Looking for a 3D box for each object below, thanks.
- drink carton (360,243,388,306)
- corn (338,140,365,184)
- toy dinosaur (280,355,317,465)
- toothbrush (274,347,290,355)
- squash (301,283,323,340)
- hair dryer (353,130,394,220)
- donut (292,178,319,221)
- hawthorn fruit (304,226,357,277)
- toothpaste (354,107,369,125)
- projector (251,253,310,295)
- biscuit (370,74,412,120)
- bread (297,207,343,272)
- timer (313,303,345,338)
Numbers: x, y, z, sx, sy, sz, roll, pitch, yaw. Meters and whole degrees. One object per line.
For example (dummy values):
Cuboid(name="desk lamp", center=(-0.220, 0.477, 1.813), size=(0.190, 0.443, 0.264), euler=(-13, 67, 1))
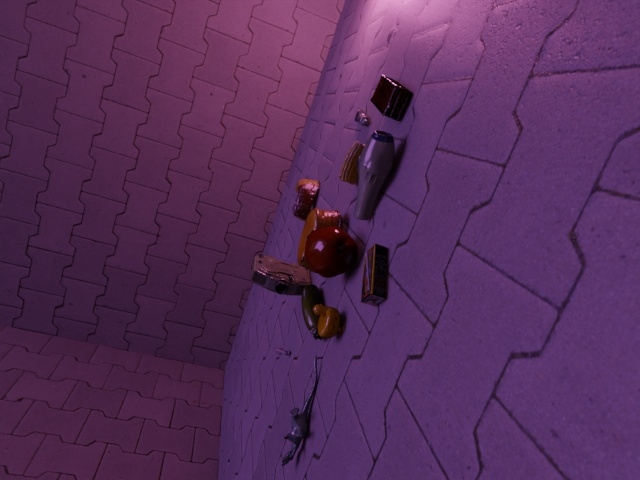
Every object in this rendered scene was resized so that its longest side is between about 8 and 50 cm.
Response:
Cuboid(name="drink carton", center=(0.155, 0.098, 1.288), size=(0.071, 0.056, 0.166), euler=(131, 152, -53))
Cuboid(name="corn", center=(0.133, -0.305, 1.759), size=(0.063, 0.085, 0.165), euler=(-63, -2, -75))
Cuboid(name="toy dinosaur", center=(-0.064, 0.592, 1.520), size=(0.129, 0.076, 0.383), euler=(45, -114, -79))
Cuboid(name="toothbrush", center=(-0.193, 0.538, 2.167), size=(0.307, 0.029, 0.025), euler=(149, 128, -70))
Cuboid(name="squash", center=(-0.029, 0.272, 1.738), size=(0.331, 0.087, 0.087), euler=(-103, 32, -60))
Cuboid(name="hair dryer", center=(0.174, -0.217, 1.538), size=(0.298, 0.118, 0.296), euler=(-62, -14, -82))
Cuboid(name="donut", center=(-0.080, -0.247, 2.439), size=(0.151, 0.112, 0.295), euler=(118, 160, -46))
Cuboid(name="hawthorn fruit", center=(0.041, 0.037, 1.546), size=(0.202, 0.185, 0.185), euler=(163, 123, -68))
Cuboid(name="toothpaste", center=(0.177, -0.528, 1.931), size=(0.233, 0.038, 0.060), euler=(-102, 33, -67))
Cuboid(name="projector", center=(-0.177, 0.160, 2.034), size=(0.194, 0.269, 0.088), euler=(-101, 31, -60))
Cuboid(name="biscuit", center=(0.246, -0.507, 1.578), size=(0.252, 0.070, 0.106), euler=(-99, 30, -60))
Cuboid(name="bread", center=(0.000, 0.000, 1.801), size=(0.195, 0.142, 0.270), euler=(-129, 54, -70))
Cuboid(name="timer", center=(0.018, 0.271, 1.501), size=(0.107, 0.109, 0.107), euler=(-164, 90, -76))
